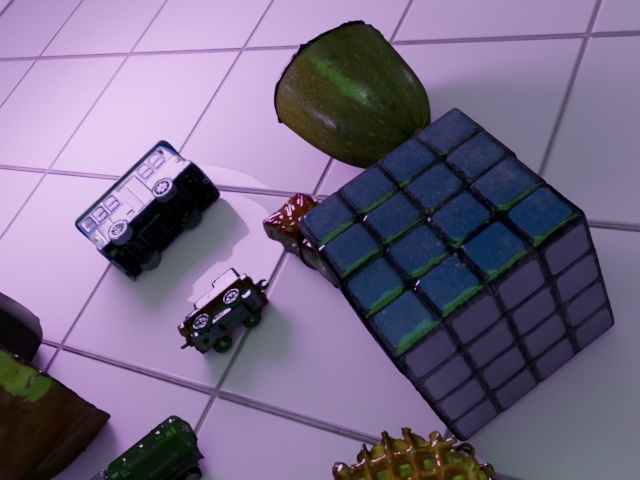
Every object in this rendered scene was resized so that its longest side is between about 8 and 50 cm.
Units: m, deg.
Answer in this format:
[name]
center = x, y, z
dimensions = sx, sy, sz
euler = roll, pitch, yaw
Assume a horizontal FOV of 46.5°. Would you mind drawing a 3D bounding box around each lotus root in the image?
[lotus root]
center = -0.618, 0.354, 1.505
dimensions = 0.316, 0.316, 0.250
euler = 24, 75, 40

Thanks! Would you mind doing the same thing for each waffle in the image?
[waffle]
center = 0.147, 0.441, 1.157
dimensions = 0.329, 0.062, 0.329
euler = -15, 49, 18

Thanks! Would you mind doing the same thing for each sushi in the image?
[sushi]
center = 0.000, 0.000, 1.553
dimensions = 0.124, 0.130, 0.332
euler = -43, 52, -14

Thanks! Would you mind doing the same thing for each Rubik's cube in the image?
[Rubik's cube]
center = 0.223, 0.055, 1.222
dimensions = 0.344, 0.344, 0.337
euler = -38, 46, -2

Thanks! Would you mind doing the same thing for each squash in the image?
[squash]
center = 0.102, -0.265, 1.628
dimensions = 0.310, 0.310, 0.309
euler = -37, 63, 0

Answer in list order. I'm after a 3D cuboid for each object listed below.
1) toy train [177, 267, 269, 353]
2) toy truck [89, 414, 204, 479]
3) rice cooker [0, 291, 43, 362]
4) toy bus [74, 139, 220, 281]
[toy train]
center = -0.209, 0.146, 1.578
dimensions = 0.228, 0.091, 0.136
euler = -38, 35, 0
[toy truck]
center = -0.329, 0.434, 1.393
dimensions = 0.242, 0.125, 0.101
euler = -39, 47, -2
[rice cooker]
center = -0.839, 0.269, 1.684
dimensions = 0.335, 0.335, 0.325
euler = 3, 58, 32
[toy bus]
center = -0.422, -0.076, 1.827
dimensions = 0.312, 0.152, 0.190
euler = -46, 47, -8
